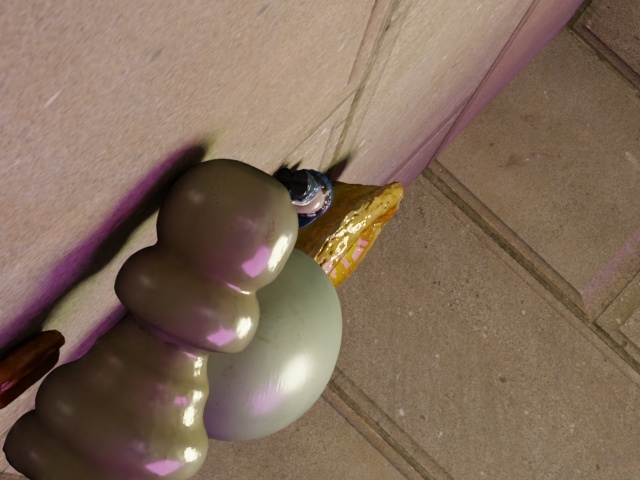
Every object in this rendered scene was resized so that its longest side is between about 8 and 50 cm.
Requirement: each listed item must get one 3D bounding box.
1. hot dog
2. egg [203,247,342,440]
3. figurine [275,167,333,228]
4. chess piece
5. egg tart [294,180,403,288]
[{"bbox_3d":[-0.269,0.112,1.071,0.049,0.037,0.122,-61,175,24],"label":"hot dog"},{"bbox_3d":[-0.087,0.117,1.501,0.230,0.230,0.371,-48,-179,19],"label":"egg"},{"bbox_3d":[-0.027,-0.069,1.544,0.136,0.077,0.079,69,29,-68],"label":"figurine"},{"bbox_3d":[-0.136,0.079,1.085,0.330,0.182,0.182,-62,174,3],"label":"chess piece"},{"bbox_3d":[0.000,0.000,1.912,0.319,0.128,0.319,-48,174,-7],"label":"egg tart"}]
